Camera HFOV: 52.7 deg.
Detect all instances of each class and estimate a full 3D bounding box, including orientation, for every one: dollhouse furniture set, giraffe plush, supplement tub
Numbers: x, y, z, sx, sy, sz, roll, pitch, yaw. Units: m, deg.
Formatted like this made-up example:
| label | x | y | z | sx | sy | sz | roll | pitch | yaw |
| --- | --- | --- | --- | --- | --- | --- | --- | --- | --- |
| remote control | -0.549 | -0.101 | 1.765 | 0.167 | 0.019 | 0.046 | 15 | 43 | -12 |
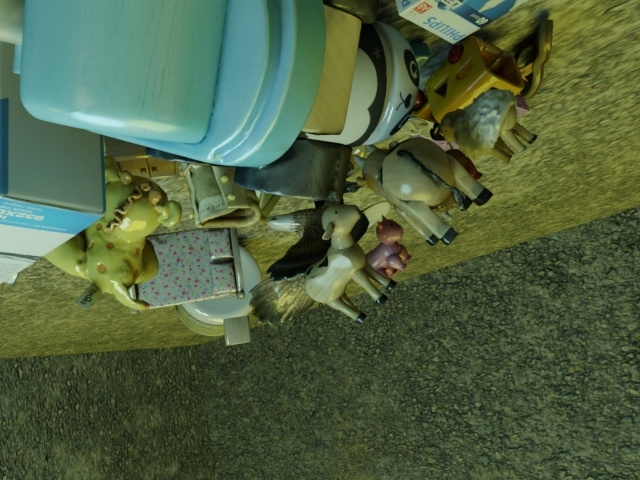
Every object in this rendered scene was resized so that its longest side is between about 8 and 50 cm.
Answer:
| label | x | y | z | sx | sy | sz | roll | pitch | yaw |
| --- | --- | --- | --- | --- | --- | --- | --- | --- | --- |
| dollhouse furniture set | -0.279 | 0.014 | 1.052 | 0.303 | 0.356 | 0.174 | -8 | 174 | -13 |
| giraffe plush | -0.279 | -0.024 | 0.901 | 0.181 | 0.210 | 0.170 | 23 | 108 | -26 |
| supplement tub | -0.302 | 0.149 | 1.866 | 0.235 | 0.235 | 0.325 | -8 | 166 | -16 |

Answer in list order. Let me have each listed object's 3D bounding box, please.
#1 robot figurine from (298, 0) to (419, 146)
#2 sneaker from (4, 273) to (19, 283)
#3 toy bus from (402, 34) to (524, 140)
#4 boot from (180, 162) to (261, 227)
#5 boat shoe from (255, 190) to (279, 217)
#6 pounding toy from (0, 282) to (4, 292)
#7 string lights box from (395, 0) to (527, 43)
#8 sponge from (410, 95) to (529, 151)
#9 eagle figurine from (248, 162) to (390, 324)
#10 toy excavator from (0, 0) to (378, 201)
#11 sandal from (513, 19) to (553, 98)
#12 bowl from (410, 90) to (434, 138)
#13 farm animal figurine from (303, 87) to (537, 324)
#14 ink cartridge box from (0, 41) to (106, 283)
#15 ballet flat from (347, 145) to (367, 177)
| label | x | y | z | sx | sy | sz | roll | pitch | yaw |
| --- | --- | --- | --- | --- | --- | --- | --- | --- | --- |
| robot figurine | -0.005 | -0.205 | 0.840 | 0.278 | 0.174 | 0.209 | -5 | 164 | -26 |
| sneaker | -0.547 | -0.030 | 0.986 | 0.163 | 0.226 | 0.086 | 5 | 138 | -41 |
| toy bus | 0.217 | -0.214 | 1.007 | 0.191 | 0.104 | 0.202 | -13 | 146 | 9 |
| boot | -0.171 | -0.126 | 0.864 | 0.095 | 0.203 | 0.262 | -18 | 164 | 18 |
| boat shoe | -0.126 | -0.125 | 1.202 | 0.127 | 0.113 | 0.340 | -56 | 179 | -7 |
| pounding toy | -0.635 | 0.023 | 1.076 | 0.206 | 0.094 | 0.181 | 18 | -172 | -6 |
| string lights box | 0.219 | -0.333 | 0.727 | 0.259 | 0.077 | 0.133 | -23 | 164 | 38 |
| sponge | 0.295 | -0.232 | 1.287 | 0.117 | 0.031 | 0.210 | 1 | 161 | -44 |
| eagle figurine | -0.011 | 0.000 | 1.176 | 0.225 | 0.298 | 0.226 | -10 | 144 | 28 |
| toy excavator | -0.228 | -0.187 | 0.552 | 0.433 | 0.222 | 0.445 | 18 | -168 | 38 |
| sandal | 0.331 | -0.289 | 1.028 | 0.049 | 0.072 | 0.180 | 2 | 167 | 9 |
| bowl | 0.231 | -0.240 | 1.155 | 0.142 | 0.053 | 0.142 | -18 | 165 | 20 |
| farm animal figurine | 0.106 | -0.059 | 0.923 | 0.330 | 0.172 | 0.327 | -49 | 180 | -19 |
| ink cartridge box | -0.411 | -0.092 | 0.829 | 0.307 | 0.223 | 0.129 | -23 | 158 | 39 |
| ballet flat | 0.015 | -0.148 | 1.283 | 0.073 | 0.080 | 0.232 | -5 | 164 | -25 |
